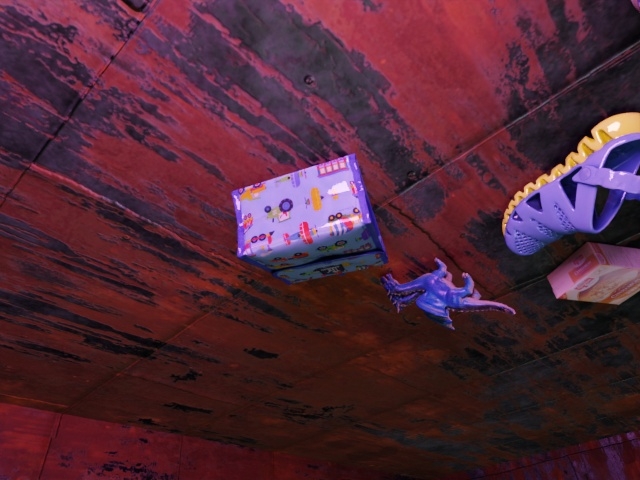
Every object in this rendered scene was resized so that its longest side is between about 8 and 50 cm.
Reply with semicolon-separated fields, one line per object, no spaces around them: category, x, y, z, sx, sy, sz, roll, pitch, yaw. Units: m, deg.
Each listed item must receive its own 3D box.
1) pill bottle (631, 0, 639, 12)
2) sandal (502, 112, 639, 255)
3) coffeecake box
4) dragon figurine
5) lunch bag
pill bottle;0.456;-0.248;0.442;0.153;0.264;0.153;-4;141;-3
sandal;0.449;-0.064;0.771;0.126;0.138;0.317;8;141;-19
coffeecake box;0.662;0.080;1.026;0.186;0.068;0.142;7;140;-14
dragon figurine;0.262;0.134;0.941;0.144;0.289;0.085;-49;138;-7
lunch bag;0.000;0.000;0.827;0.221;0.138;0.293;-15;152;10
